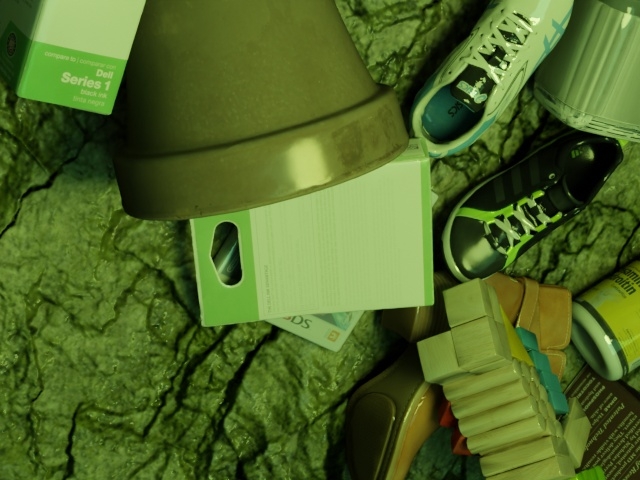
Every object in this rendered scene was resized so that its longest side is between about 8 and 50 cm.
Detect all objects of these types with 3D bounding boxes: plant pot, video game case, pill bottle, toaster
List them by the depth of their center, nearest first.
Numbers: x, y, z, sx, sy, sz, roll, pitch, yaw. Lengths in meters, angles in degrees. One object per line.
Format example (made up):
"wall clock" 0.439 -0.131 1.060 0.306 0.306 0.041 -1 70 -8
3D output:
"plant pot" -0.073 -0.161 1.453 0.263 0.263 0.229 -17 104 -18
"video game case" 0.000 0.000 1.688 0.183 0.023 0.201 26 101 -34
"toaster" 0.315 -0.186 1.688 0.227 0.129 0.146 8 113 -28
"pill bottle" 0.372 0.070 1.859 0.184 0.103 0.103 -31 124 -10

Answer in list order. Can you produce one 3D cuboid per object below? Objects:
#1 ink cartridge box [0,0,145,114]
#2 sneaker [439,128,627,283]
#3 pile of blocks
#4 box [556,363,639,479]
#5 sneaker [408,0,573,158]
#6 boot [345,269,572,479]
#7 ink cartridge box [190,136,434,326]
"ink cartridge box" -0.206 -0.239 1.381 0.092 0.160 0.219 10 110 -31
"sneaker" 0.221 -0.046 1.712 0.235 0.097 0.084 -42 100 -13
"pile of blocks" 0.200 0.203 1.729 0.113 0.149 0.362 -22 103 26
"box" 0.358 0.279 1.897 0.168 0.203 0.167 34 96 -36
"sneaker" 0.169 -0.174 1.615 0.085 0.086 0.237 33 114 -6
"boot" 0.152 0.161 1.809 0.220 0.109 0.283 3 105 -31
"ink cartridge box" -0.007 -0.007 1.631 0.235 0.056 0.171 -5 121 -1
